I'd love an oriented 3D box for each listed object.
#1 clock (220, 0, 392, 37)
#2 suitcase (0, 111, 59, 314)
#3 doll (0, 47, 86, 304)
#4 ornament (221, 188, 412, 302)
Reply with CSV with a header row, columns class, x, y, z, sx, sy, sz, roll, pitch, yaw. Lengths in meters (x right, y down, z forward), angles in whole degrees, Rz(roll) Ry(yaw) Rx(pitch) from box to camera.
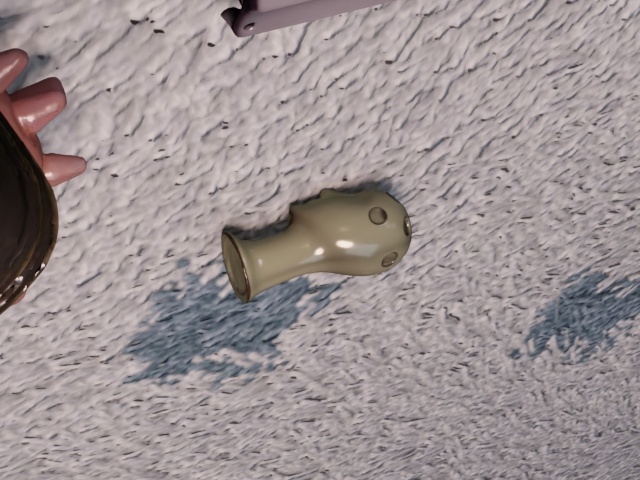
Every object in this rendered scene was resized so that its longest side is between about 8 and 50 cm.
class,x,y,z,sx,sy,sz,roll,pitch,yaw
clock,0.029,-0.240,0.696,0.186,0.083,0.253,-17,141,-19
suitcase,-0.328,0.020,0.493,0.434,0.283,0.194,-41,160,12
doll,-0.255,-0.048,0.696,0.211,0.093,0.262,-32,128,9
ornament,0.000,0.000,0.958,0.156,0.081,0.075,-16,174,-16
